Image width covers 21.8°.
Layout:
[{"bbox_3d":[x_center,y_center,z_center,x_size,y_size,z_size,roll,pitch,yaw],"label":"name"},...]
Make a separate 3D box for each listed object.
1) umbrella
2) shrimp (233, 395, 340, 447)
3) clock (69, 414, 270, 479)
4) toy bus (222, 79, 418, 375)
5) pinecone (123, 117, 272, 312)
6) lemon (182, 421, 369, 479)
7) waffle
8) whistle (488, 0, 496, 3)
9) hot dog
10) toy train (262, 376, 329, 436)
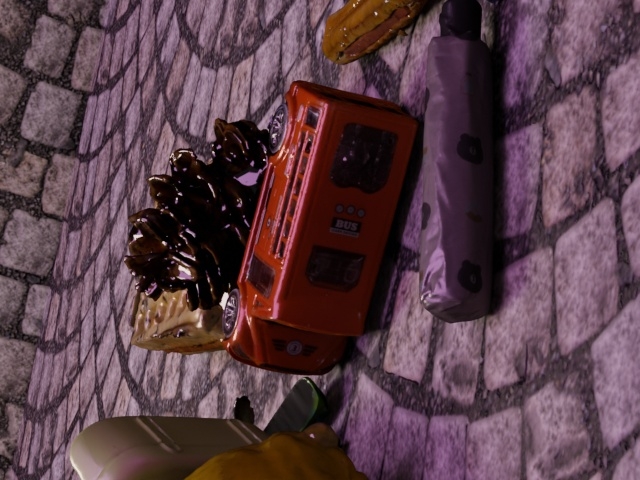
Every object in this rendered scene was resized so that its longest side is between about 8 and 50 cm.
[{"bbox_3d":[0.134,-0.085,1.617,0.073,0.067,0.337,45,-136,-60],"label":"umbrella"},{"bbox_3d":[-0.047,0.233,1.927,0.148,0.035,0.195,59,143,16],"label":"shrimp"},{"bbox_3d":[-0.188,0.363,1.830,0.117,0.286,0.348,37,109,42],"label":"clock"},{"bbox_3d":[0.000,0.000,1.845,0.153,0.143,0.329,-140,64,-67],"label":"toy bus"},{"bbox_3d":[-0.106,-0.022,2.002,0.243,0.257,0.243,14,112,37],"label":"pinecone"},{"bbox_3d":[-0.069,0.355,1.651,0.285,0.285,0.316,-174,73,-71],"label":"lemon"},{"bbox_3d":[-0.161,0.025,2.325,0.376,0.114,0.261,163,115,-69],"label":"waffle"},{"bbox_3d":[0.131,-0.295,1.716,0.090,0.090,0.158,121,151,-46],"label":"whistle"},{"bbox_3d":[0.069,-0.269,1.909,0.286,0.061,0.088,160,122,-70],"label":"hot dog"},{"bbox_3d":[-0.032,0.221,1.962,0.044,0.042,0.209,53,139,19],"label":"toy train"}]
